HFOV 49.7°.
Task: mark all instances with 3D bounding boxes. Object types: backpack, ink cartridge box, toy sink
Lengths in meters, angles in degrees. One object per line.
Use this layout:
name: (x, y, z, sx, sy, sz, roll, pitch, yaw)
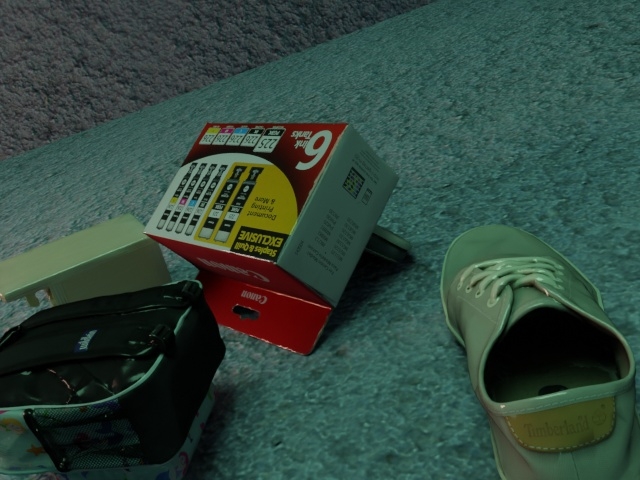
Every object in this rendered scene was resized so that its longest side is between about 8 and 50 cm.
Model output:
backpack: (-0.244, 0.159, 0.753, 0.254, 0.191, 0.225, -6, 25, 10)
ink cartridge box: (-0.091, -0.018, 0.953, 0.309, 0.130, 0.271, 9, 67, 46)
toy sink: (-0.368, 0.071, 1.087, 0.234, 0.131, 0.153, -24, 25, -22)

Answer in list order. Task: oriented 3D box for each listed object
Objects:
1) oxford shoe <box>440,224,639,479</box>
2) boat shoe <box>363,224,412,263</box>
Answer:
oxford shoe: (0.208, 0.074, 0.696, 0.169, 0.130, 0.449, -15, 24, 11)
boat shoe: (0.000, 0.000, 1.058, 0.319, 0.116, 0.099, 17, 86, 41)
